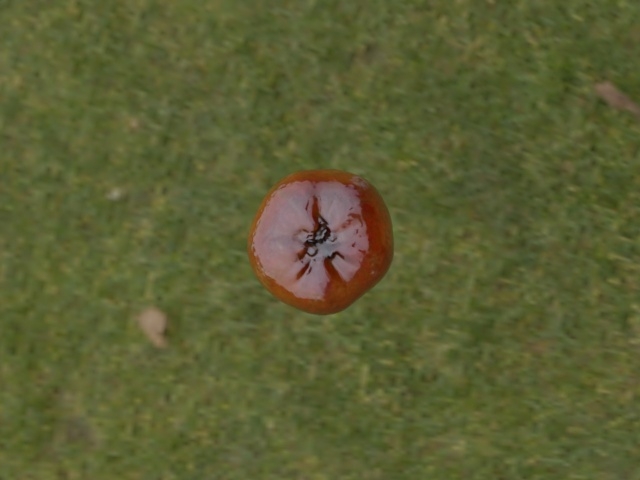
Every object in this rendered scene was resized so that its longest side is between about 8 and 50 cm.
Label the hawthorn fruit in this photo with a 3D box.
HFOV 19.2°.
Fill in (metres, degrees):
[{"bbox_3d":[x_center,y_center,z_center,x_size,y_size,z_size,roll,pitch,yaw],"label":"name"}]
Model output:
[{"bbox_3d":[0.000,0.000,1.032,0.081,0.093,0.081,0,93,-1],"label":"hawthorn fruit"}]
